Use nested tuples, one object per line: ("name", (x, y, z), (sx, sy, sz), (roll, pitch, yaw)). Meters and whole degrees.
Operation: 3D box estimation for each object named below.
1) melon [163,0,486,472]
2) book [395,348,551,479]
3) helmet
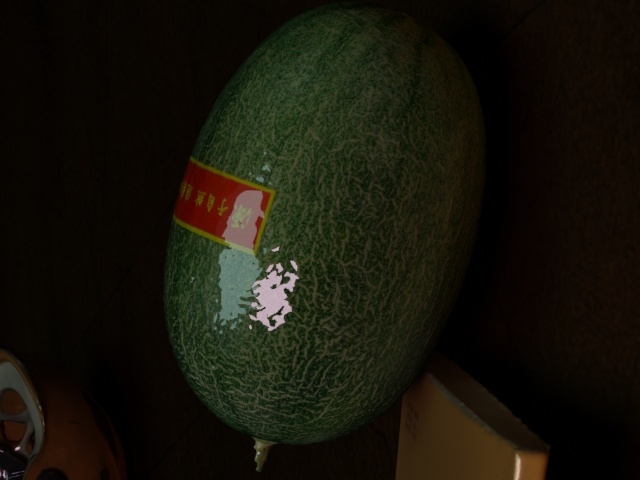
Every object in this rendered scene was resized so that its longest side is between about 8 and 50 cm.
("melon", (0.000, 0.000, 1.182), (0.182, 0.182, 0.287), (16, 90, 62))
("book", (0.069, 0.275, 1.148), (0.269, 0.032, 0.388), (-136, 50, -77))
("helmet", (-0.240, 0.211, 1.738), (0.198, 0.130, 0.224), (17, 96, 58))
